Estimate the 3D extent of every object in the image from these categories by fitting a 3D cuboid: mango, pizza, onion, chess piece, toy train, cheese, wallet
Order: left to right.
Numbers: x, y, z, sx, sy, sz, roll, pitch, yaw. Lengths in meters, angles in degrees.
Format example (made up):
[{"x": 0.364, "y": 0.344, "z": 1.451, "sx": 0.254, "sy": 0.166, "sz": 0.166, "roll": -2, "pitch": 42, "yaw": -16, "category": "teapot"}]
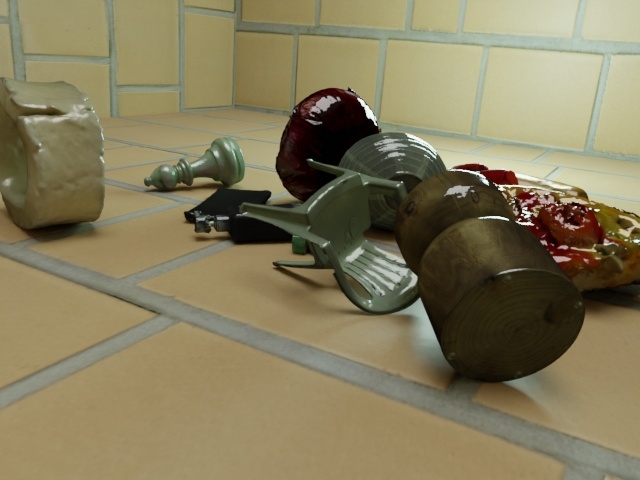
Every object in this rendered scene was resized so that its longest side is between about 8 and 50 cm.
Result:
[{"x": -0.570, "y": -0.178, "z": 1.200, "sx": 0.153, "sy": 0.292, "sz": 0.332, "roll": -11, "pitch": 29, "yaw": -41, "category": "cheese"}, {"x": -0.355, "y": -0.192, "z": 1.603, "sx": 0.271, "sy": 0.139, "sz": 0.139, "roll": -21, "pitch": 28, "yaw": -29, "category": "chess piece"}, {"x": -0.220, "y": -0.086, "z": 1.418, "sx": 0.146, "sy": 0.030, "sz": 0.285, "roll": 9, "pitch": 19, "yaw": 5, "category": "wallet"}, {"x": 0.000, "y": 0.000, "z": 1.168, "sx": 0.122, "sy": 0.050, "sz": 0.081, "roll": 9, "pitch": 23, "yaw": 14, "category": "toy train"}, {"x": 0.031, "y": -0.235, "z": 1.483, "sx": 0.314, "sy": 0.314, "sz": 0.232, "roll": -12, "pitch": 30, "yaw": -41, "category": "onion"}, {"x": 0.548, "y": -0.108, "z": 1.514, "sx": 0.295, "sy": 0.120, "sz": 0.177, "roll": 21, "pitch": 17, "yaw": 39, "category": "mango"}, {"x": 0.381, "y": 0.008, "z": 1.020, "sx": 0.440, "sy": 0.130, "sz": 0.406, "roll": 20, "pitch": 37, "yaw": 40, "category": "pizza"}]

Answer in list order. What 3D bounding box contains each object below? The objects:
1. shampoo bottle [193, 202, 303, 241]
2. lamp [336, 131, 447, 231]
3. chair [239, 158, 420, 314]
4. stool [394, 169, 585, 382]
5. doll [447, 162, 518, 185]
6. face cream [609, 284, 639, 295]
[{"x": -0.111, "y": -0.039, "z": 1.232, "sx": 0.309, "sy": 0.071, "sz": 0.098, "roll": -4, "pitch": 22, "yaw": -17, "category": "shampoo bottle"}, {"x": 0.168, "y": -0.136, "z": 1.331, "sx": 0.265, "sy": 0.233, "sz": 0.233, "roll": -5, "pitch": 19, "yaw": -3, "category": "lamp"}, {"x": 0.039, "y": -0.008, "z": 0.989, "sx": 0.203, "sy": 0.190, "sz": 0.274, "roll": -37, "pitch": 34, "yaw": -30, "category": "chair"}, {"x": 0.216, "y": 0.038, "z": 0.797, "sx": 0.179, "sy": 0.179, "sz": 0.264, "roll": 1, "pitch": 32, "yaw": -9, "category": "stool"}, {"x": 0.353, "y": -0.144, "z": 1.554, "sx": 0.188, "sy": 0.099, "sz": 0.384, "roll": -38, "pitch": 23, "yaw": -6, "category": "doll"}, {"x": 0.502, "y": 0.054, "z": 1.099, "sx": 0.198, "sy": 0.057, "sz": 0.084, "roll": 13, "pitch": 21, "yaw": 32, "category": "face cream"}]
